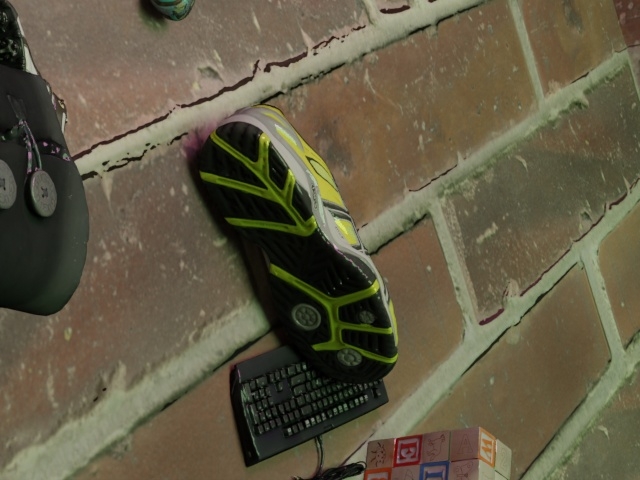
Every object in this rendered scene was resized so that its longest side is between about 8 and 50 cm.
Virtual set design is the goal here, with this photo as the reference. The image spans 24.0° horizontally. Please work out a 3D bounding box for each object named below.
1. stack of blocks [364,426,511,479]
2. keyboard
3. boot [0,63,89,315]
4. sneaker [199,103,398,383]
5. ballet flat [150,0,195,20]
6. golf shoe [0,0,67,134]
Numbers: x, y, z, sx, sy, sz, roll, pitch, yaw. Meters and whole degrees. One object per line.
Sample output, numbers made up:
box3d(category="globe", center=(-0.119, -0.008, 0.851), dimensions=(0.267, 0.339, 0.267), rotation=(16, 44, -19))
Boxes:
box3d(category="stack of blocks", center=(0.139, 0.396, 1.895), dimensions=(0.087, 0.171, 0.297), rotation=(39, 49, -45))
box3d(category="keyboard", center=(0.001, 0.222, 1.869), dimensions=(0.317, 0.033, 0.201), rotation=(-14, 92, -57))
box3d(category="boot", center=(-0.309, 0.025, 1.111), dimensions=(0.445, 0.146, 0.367), rotation=(21, 66, -78))
box3d(category="sneaker", center=(0.000, 0.000, 1.828), dimensions=(0.385, 0.145, 0.147), rotation=(64, 27, -20))
box3d(category="ballet flat", center=(-0.171, -0.342, 1.771), dimensions=(0.070, 0.070, 0.188), rotation=(32, 56, -49))
box3d(category="golf shoe", center=(-0.301, -0.144, 1.490), dimensions=(0.094, 0.077, 0.198), rotation=(-27, 109, -68))
